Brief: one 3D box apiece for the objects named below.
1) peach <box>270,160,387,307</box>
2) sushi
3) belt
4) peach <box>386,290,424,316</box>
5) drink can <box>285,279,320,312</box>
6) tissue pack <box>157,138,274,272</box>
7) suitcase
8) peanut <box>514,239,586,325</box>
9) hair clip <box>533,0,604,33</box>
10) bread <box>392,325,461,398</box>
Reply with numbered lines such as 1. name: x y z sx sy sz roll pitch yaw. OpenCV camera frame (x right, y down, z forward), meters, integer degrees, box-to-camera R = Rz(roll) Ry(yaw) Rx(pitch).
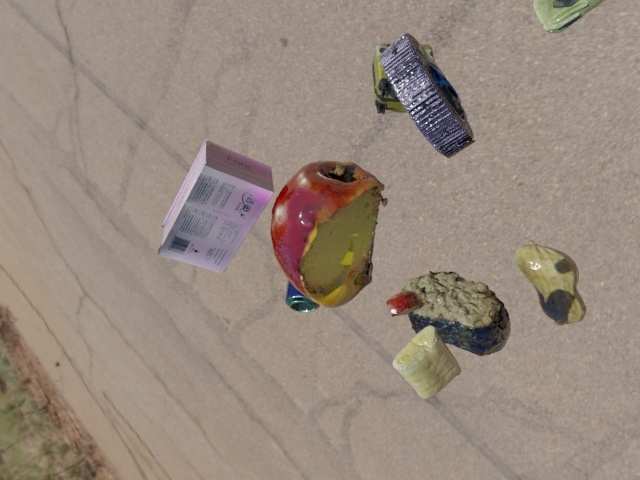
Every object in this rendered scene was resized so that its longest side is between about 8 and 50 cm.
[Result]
1. peach: -0.003 -0.006 0.758 0.268 0.158 0.154 89 156 -47
2. sushi: 0.423 0.221 1.450 0.350 0.210 0.171 21 142 49
3. belt: 0.279 -0.374 1.200 0.122 0.260 0.325 -32 105 29
4. peach: 0.180 0.140 1.013 0.077 0.083 0.050 116 132 -67
5. drink can: -0.050 0.127 1.515 0.118 0.118 0.205 -33 44 47
6. tissue pack: -0.211 -0.058 0.929 0.246 0.148 0.093 -52 31 31
7. suitcase: 0.258 -0.495 1.433 0.143 0.193 0.235 95 176 -60
8. peanut: 0.745 0.131 1.466 0.159 0.143 0.291 -32 85 52
9. hair clip: 0.715 -0.673 1.172 0.321 0.091 0.138 -24 103 42
10. bread: 0.269 0.308 1.139 0.178 0.139 0.060 49 175 -37
